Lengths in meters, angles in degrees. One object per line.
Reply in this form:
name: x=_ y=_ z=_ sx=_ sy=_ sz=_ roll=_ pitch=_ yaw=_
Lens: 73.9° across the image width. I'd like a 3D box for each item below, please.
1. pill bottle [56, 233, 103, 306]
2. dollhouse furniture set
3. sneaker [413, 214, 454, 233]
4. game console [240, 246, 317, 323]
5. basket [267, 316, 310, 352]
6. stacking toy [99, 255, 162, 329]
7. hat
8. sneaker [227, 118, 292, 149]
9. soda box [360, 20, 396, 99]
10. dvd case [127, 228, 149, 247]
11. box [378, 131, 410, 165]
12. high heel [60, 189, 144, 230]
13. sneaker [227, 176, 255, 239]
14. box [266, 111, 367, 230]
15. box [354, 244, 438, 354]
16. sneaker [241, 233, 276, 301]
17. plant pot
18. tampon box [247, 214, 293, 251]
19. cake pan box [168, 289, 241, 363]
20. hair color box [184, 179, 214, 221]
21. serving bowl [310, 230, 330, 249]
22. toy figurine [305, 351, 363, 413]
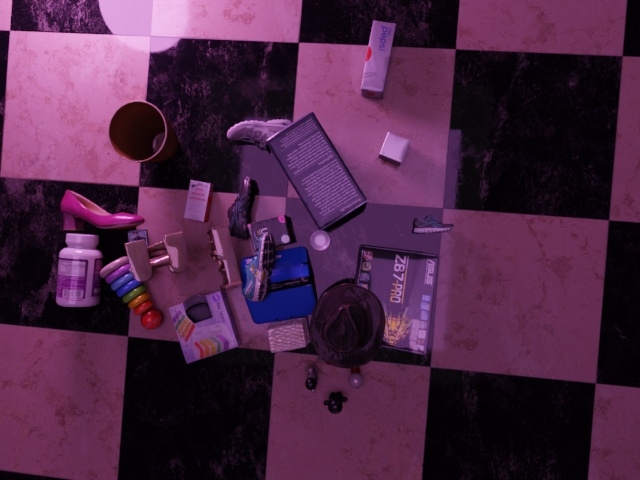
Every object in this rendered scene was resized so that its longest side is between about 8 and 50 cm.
pill bottle: x=-1.029 y=0.123 z=1.827 sx=0.169 sy=0.169 sz=0.302 roll=5 pitch=90 yaw=5
dollhouse furniture set: x=-0.546 y=0.109 z=1.705 sx=0.393 sy=0.362 sz=0.257 roll=-14 pitch=90 yaw=-22
sneaker: x=0.467 y=-0.069 z=1.762 sx=0.166 sy=0.065 sz=0.076 roll=-3 pitch=86 yaw=3
game console: x=-0.176 y=0.193 z=1.830 sx=0.292 sy=0.173 sz=0.251 roll=-11 pitch=58 yaw=4
basket: x=-0.135 y=0.397 z=1.787 sx=0.167 sy=0.103 sz=0.114 roll=-11 pitch=90 yaw=4
stacking toy: x=-0.796 y=0.237 z=1.831 sx=0.141 sy=0.141 sz=0.331 roll=-34 pitch=91 yaw=4
hat: x=0.089 y=0.329 z=1.636 sx=0.330 sy=0.134 sz=0.332 roll=-3 pitch=81 yaw=16
sneaker: x=-0.256 y=-0.440 z=1.796 sx=0.280 sy=0.105 sz=0.116 roll=-5 pitch=90 yaw=4
soda box: x=0.237 y=-0.744 z=1.763 sx=0.097 sy=0.091 sz=0.287 roll=11 pitch=91 yaw=5
dvd case: x=-0.805 y=0.013 z=1.886 sx=0.087 sy=0.013 sz=0.120 roll=-6 pitch=89 yaw=5
box: x=0.304 y=-0.377 z=1.760 sx=0.101 sy=0.087 sz=0.101 roll=23 pitch=92 yaw=4
high heel: x=-0.947 y=-0.138 z=1.844 sx=0.376 sy=0.127 sz=0.182 roll=-2 pitch=88 yaw=2
sneaker: x=-0.342 y=-0.140 z=1.806 sx=0.106 sy=0.101 sz=0.268 roll=8 pitch=90 yaw=7
box: x=-0.004 y=-0.253 z=1.682 sx=0.211 sy=0.293 sz=0.396 roll=-31 pitch=88 yaw=4
box: x=0.289 y=0.233 z=1.716 sx=0.317 sy=0.097 sz=0.396 roll=8 pitch=83 yaw=13
sneaker: x=-0.255 y=0.105 z=1.704 sx=0.109 sy=0.107 sz=0.276 roll=12 pitch=88 yaw=23
plant pot: x=-0.695 y=-0.418 z=1.756 sx=0.236 sy=0.254 sz=0.238 roll=0 pitch=90 yaw=4
tampon box: x=-0.208 y=-0.029 z=1.793 sx=0.160 sy=0.101 sz=0.121 roll=-15 pitch=90 yaw=4
cake pan box: x=-0.496 y=0.363 z=1.836 sx=0.245 sy=0.070 sz=0.267 roll=-18 pitch=88 yaw=2
hair color box: x=-0.525 y=-0.170 z=1.844 sx=0.092 sy=0.053 sz=0.168 roll=11 pitch=92 yaw=6
serving bowl: x=0.000 y=0.000 z=1.814 sx=0.083 sy=0.027 sz=0.084 roll=0 pitch=90 yaw=4
toy figurine: x=0.052 y=0.570 z=1.750 sx=0.209 sy=0.148 sz=0.213 roll=41 pitch=93 yaw=3
